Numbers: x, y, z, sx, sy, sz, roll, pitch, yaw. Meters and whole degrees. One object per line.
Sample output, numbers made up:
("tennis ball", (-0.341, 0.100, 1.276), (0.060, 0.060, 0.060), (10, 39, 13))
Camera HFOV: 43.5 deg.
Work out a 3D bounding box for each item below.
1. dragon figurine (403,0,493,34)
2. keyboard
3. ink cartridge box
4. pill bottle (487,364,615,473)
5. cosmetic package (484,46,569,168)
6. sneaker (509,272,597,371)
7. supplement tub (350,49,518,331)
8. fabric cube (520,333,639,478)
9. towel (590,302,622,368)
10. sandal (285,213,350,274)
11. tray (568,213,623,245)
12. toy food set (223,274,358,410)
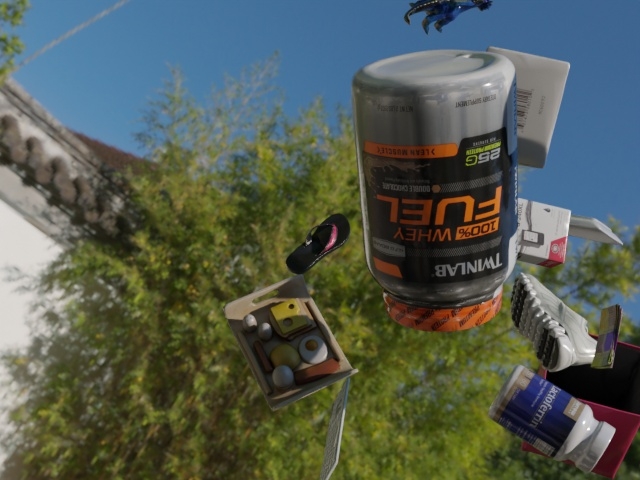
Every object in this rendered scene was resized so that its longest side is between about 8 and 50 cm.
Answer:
("dragon figurine", (0.287, -0.542, 1.817), (0.144, 0.289, 0.085), (-34, -101, 34))
("keyboard", (0.025, 0.327, 1.375), (0.014, 0.072, 0.256), (20, 22, -1))
("ink cartridge box", (0.395, -0.018, 1.553), (0.150, 0.109, 0.063), (12, -11, -8))
("pill bottle", (0.545, 0.424, 1.900), (0.265, 0.153, 0.153), (31, -19, 18))
("cosmetic package", (0.353, -0.246, 1.562), (0.155, 0.197, 0.365), (13, 7, 6))
("sneaker", (0.485, 0.169, 1.686), (0.118, 0.292, 0.110), (0, -58, -10))
("supplement tub", (0.153, -0.065, 1.052), (0.207, 0.207, 0.338), (15, -59, 41))
("fabric cube", (0.701, 0.427, 2.143), (0.254, 0.259, 0.258), (16, -51, 12))
("towel", (0.371, 0.125, 1.042), (0.009, 0.083, 0.060), (15, -10, 0))
("sandal", (0.000, 0.000, 1.584), (0.067, 0.179, 0.040), (27, -39, 25))
("tray", (0.550, -0.042, 1.857), (0.270, 0.030, 0.145), (14, -6, 44))
("toy food set", (-0.076, 0.239, 1.931), (0.306, 0.220, 0.092), (59, -16, 30))
